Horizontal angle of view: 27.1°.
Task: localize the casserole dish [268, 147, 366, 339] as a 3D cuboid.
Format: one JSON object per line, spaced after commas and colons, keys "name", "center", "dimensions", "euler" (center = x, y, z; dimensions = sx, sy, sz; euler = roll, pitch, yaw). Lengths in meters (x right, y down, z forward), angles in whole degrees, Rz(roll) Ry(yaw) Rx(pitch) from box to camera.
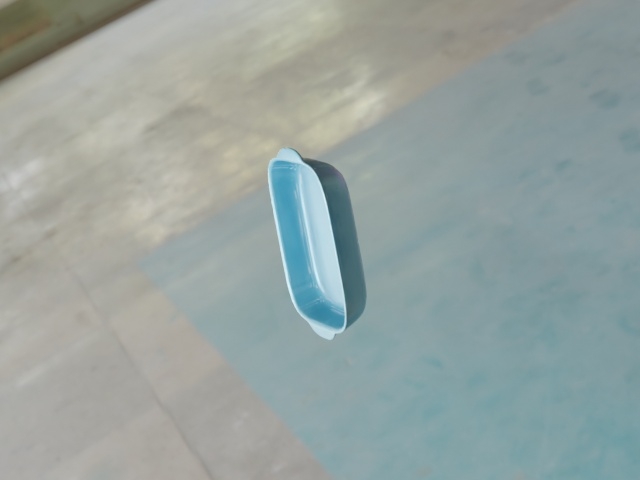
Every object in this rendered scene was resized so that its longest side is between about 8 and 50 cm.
{"name": "casserole dish", "center": [0.000, 0.000, 1.253], "dimensions": [0.037, 0.188, 0.114], "euler": [-17, 17, -26]}
